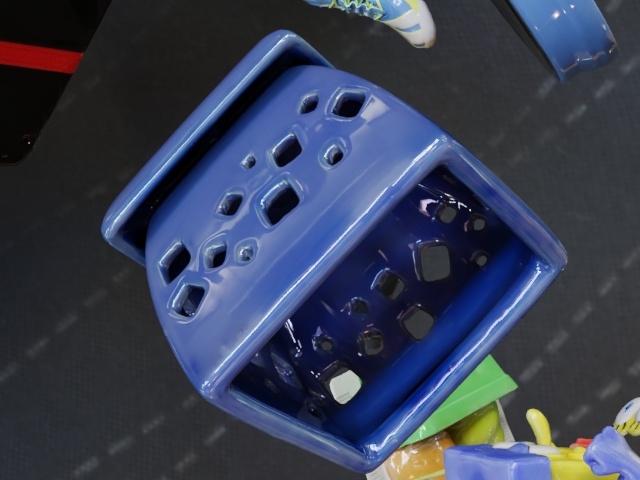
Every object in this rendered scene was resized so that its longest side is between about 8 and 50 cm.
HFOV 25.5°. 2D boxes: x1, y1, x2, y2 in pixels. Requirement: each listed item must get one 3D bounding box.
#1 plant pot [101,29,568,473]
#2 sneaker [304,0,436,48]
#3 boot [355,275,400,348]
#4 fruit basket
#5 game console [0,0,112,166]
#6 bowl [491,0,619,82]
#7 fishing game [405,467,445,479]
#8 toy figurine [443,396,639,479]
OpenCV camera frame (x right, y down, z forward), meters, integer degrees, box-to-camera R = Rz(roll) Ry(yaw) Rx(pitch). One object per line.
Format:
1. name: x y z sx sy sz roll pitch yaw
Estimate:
1. plant pot: 0.000 0.000 1.031 0.236 0.212 0.236 -48 143 4
2. sneaker: 0.044 -0.323 1.849 0.126 0.240 0.091 -35 164 -5
3. boot: 0.009 0.037 2.075 0.247 0.094 0.207 13 108 -11
4. fruit basket: 0.160 0.303 1.822 0.165 0.353 0.327 -19 180 39
5. game console: -0.373 -0.200 1.200 0.387 0.060 0.342 5 141 -34
6. bowl: 0.202 -0.349 1.647 0.077 0.391 0.391 -36 143 8
7. fishing game: 0.070 0.298 1.447 0.189 0.264 0.041 -19 103 16
8. toy figurine: 0.165 0.188 0.847 0.217 0.362 0.191 4 87 -16
